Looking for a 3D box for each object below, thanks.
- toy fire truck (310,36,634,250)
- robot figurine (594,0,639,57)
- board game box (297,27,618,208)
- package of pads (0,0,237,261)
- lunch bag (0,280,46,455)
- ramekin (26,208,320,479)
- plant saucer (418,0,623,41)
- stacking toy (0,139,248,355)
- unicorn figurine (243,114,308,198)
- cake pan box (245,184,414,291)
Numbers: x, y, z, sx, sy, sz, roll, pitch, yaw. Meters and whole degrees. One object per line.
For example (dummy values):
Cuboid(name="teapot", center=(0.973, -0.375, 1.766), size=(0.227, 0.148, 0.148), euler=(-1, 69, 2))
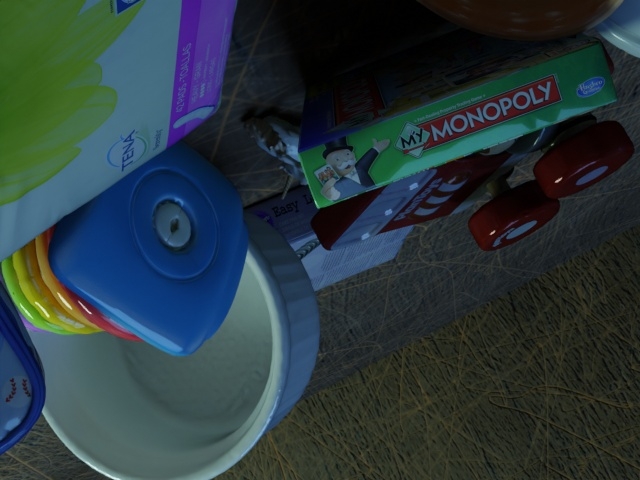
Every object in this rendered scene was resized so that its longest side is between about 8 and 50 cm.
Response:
Cuboid(name="toy fire truck", center=(0.149, -0.092, 1.174), size=(0.253, 0.169, 0.302), euler=(-17, 163, -34))
Cuboid(name="robot figurine", center=(0.280, -0.252, 0.830), size=(0.299, 0.200, 0.353), euler=(-15, 165, 3))
Cuboid(name="board game box", center=(0.091, -0.117, 0.909), size=(0.213, 0.046, 0.317), euler=(-19, -165, 5))
Cuboid(name="package of pads", center=(-0.159, -0.109, 0.663), size=(0.229, 0.101, 0.296), euler=(-37, 168, -21))
Cuboid(name="lunch bag", center=(-0.365, 0.094, 0.805), size=(0.303, 0.243, 0.115), euler=(-30, -169, -9))
Cuboid(name="ramekin", center=(-0.135, 0.086, 1.108), size=(0.277, 0.277, 0.135), euler=(-34, 172, 21))
Cuboid(name="plant saucer", center=(0.116, -0.217, 0.748), size=(0.037, 0.200, 0.200), euler=(-59, -178, -30))
Cuboid(name="stacking toy", center=(-0.222, 0.023, 0.996), size=(0.301, 0.175, 0.165), euler=(-18, 136, 39))
Cuboid(name="unicorn figurine", center=(-0.018, -0.084, 1.107), size=(0.060, 0.111, 0.162), euler=(-57, 143, -10))
Cuboid(name="cake pan box", center=(0.000, 0.000, 1.421), size=(0.245, 0.070, 0.267), euler=(-21, 163, -14))
